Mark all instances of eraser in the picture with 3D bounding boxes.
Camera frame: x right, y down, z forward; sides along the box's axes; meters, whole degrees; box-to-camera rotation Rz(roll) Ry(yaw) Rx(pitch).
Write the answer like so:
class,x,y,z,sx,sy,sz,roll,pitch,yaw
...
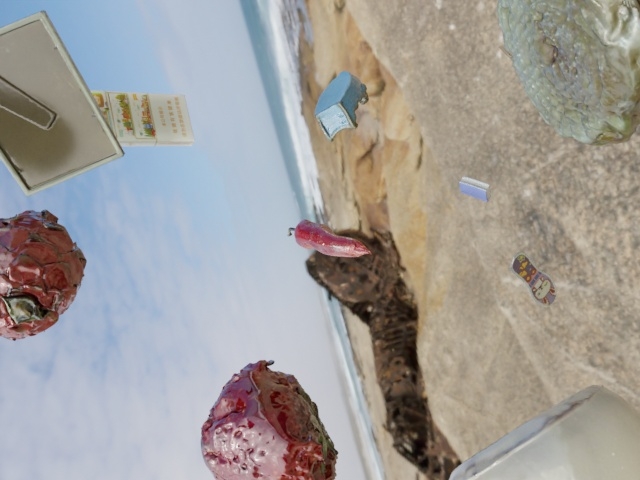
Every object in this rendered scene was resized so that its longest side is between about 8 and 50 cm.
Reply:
class,x,y,z,sx,sy,sz,roll,pitch,yaw
eraser,0.444,-0.148,1.621,0.084,0.027,0.063,24,164,29

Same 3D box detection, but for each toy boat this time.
class,x,y,z,sx,sy,sz,roll,pitch,yaw
toy boat,0.047,-0.234,0.981,0.077,0.075,0.186,51,-149,-26

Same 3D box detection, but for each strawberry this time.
class,x,y,z,sx,sy,sz,roll,pitch,yaw
strawberry,-0.103,0.365,1.038,0.274,0.220,0.274,64,177,5

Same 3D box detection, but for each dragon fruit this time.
class,x,y,z,sx,sy,sz,roll,pitch,yaw
dragon fruit,-0.621,0.067,1.196,0.244,0.244,0.299,77,-167,-53

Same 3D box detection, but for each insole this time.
class,x,y,z,sx,sy,sz,roll,pitch,yaw
insole,0.473,0.087,1.242,0.197,0.065,0.004,41,176,-32

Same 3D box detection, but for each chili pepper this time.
class,x,y,z,sx,sy,sz,roll,pitch,yaw
chili pepper,0.000,0.000,1.037,0.268,0.050,0.059,20,113,56

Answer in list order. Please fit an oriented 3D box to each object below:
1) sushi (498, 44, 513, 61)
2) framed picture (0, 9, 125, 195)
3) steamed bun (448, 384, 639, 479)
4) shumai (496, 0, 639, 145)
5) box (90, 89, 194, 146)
class,x,y,z,sx,sy,sz,roll,pitch,yaw
sushi,0.443,-0.322,1.097,0.215,0.050,0.192,44,-158,-2
framed picture,-0.374,-0.173,0.739,0.015,0.150,0.203,-118,4,-61
steamed bun,0.424,0.434,0.994,0.241,0.374,0.374,55,169,27
shumai,0.398,-0.299,0.712,0.304,0.263,0.309,62,-177,-17
box,-0.387,-0.258,1.194,0.032,0.220,0.122,-35,66,55
